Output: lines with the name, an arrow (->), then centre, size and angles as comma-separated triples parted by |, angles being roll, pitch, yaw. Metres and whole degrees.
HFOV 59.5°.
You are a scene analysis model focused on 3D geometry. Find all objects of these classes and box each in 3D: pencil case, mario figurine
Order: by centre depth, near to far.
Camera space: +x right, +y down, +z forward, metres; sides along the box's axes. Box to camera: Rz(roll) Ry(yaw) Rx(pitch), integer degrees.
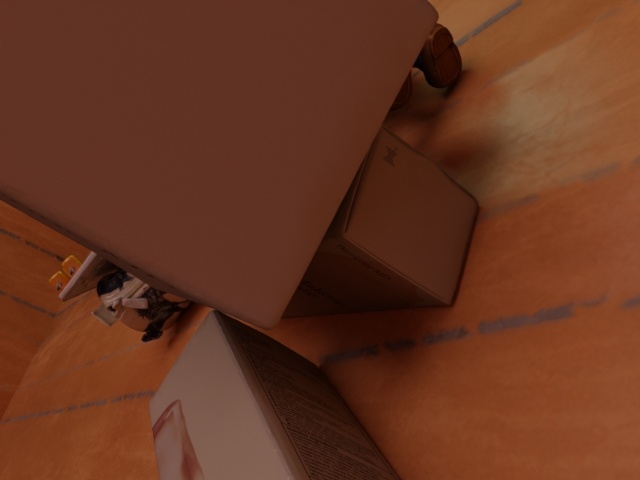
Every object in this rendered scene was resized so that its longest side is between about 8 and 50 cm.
mario figurine -> 0.050, -0.239, 0.806 | 0.321, 0.198, 0.170 | 35, 110, 52
pencil case -> -0.230, -0.002, 0.991 | 0.410, 0.160, 0.183 | -46, 9, 21

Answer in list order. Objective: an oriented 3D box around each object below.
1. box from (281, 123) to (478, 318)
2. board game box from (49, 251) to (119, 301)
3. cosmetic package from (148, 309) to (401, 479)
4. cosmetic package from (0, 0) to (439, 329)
box -> 0.000, 0.000, 0.623 | 0.311, 0.148, 0.121 | -16, 48, 55
board game box -> -0.296, -0.077, 1.095 | 0.390, 0.050, 0.390 | -47, -3, 21
cosmetic package -> -0.040, 0.195, 0.471 | 0.129, 0.153, 0.296 | -55, 25, 2
cosmetic package -> -0.175, -0.151, 0.554 | 0.394, 0.330, 0.327 | 1, 60, 61
